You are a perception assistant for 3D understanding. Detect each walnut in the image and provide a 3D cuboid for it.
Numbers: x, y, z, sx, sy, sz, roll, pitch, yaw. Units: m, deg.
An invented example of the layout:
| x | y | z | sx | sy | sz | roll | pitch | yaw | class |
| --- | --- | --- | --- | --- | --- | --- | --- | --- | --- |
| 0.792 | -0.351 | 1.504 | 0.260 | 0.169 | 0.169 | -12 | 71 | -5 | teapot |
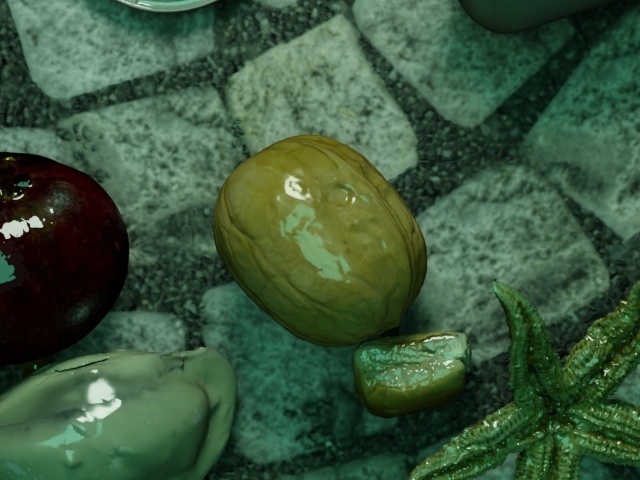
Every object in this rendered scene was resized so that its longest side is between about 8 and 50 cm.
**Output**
| x | y | z | sx | sy | sz | roll | pitch | yaw | class |
| --- | --- | --- | --- | --- | --- | --- | --- | --- | --- |
| 0.000 | 0.000 | 1.831 | 0.193 | 0.193 | 0.226 | -41 | 73 | 0 | walnut |

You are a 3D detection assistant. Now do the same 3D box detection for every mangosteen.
| x | y | z | sx | sy | sz | roll | pitch | yaw | class |
| --- | --- | --- | --- | --- | --- | --- | --- | --- | --- |
| -0.306 | 0.041 | 1.859 | 0.235 | 0.235 | 0.261 | -1 | 129 | 3 | mangosteen |

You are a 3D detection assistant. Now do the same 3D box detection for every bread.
| x | y | z | sx | sy | sz | roll | pitch | yaw | class |
| --- | --- | --- | --- | --- | --- | --- | --- | --- | --- |
| 0.093 | 0.134 | 1.862 | 0.125 | 0.106 | 0.082 | -8 | 86 | 4 | bread |

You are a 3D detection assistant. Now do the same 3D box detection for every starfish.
| x | y | z | sx | sy | sz | roll | pitch | yaw | class |
| --- | --- | --- | --- | --- | --- | --- | --- | --- | --- |
| 0.223 | 0.176 | 1.845 | 0.358 | 0.078 | 0.347 | -16 | 116 | -2 | starfish |

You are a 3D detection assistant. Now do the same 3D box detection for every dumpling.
| x | y | z | sx | sy | sz | roll | pitch | yaw | class |
| --- | --- | --- | --- | --- | --- | --- | --- | --- | --- |
| -0.218 | 0.232 | 1.834 | 0.318 | 0.187 | 0.243 | -14 | 96 | -11 | dumpling |

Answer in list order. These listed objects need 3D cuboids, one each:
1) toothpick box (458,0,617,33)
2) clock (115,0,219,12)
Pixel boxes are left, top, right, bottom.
| x | y | z | sx | sy | sz | roll | pitch | yaw | class |
| --- | --- | --- | --- | --- | --- | --- | --- | --- | --- |
| 0.239 | -0.327 | 1.817 | 0.316 | 0.229 | 0.229 | -18 | 86 | 3 | toothpick box |
| -0.157 | -0.356 | 1.929 | 0.244 | 0.056 | 0.244 | 0 | 86 | 4 | clock |
